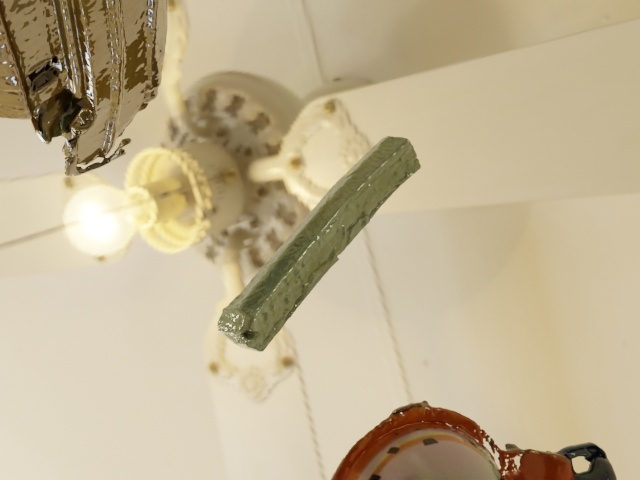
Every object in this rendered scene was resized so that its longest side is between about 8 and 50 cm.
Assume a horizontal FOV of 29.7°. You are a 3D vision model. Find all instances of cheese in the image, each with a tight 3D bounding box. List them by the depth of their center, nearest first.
[{"bbox_3d":[0.127,0.248,1.078,0.129,0.329,0.216,7,-83,62],"label":"cheese"}]

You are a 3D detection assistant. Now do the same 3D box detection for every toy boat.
[{"bbox_3d":[-0.165,-0.168,0.638,0.136,0.162,0.445,51,-19,10],"label":"toy boat"}]

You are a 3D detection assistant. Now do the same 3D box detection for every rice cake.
[{"bbox_3d":[0.000,0.000,1.048,0.045,0.245,0.042,11,-37,48],"label":"rice cake"}]
